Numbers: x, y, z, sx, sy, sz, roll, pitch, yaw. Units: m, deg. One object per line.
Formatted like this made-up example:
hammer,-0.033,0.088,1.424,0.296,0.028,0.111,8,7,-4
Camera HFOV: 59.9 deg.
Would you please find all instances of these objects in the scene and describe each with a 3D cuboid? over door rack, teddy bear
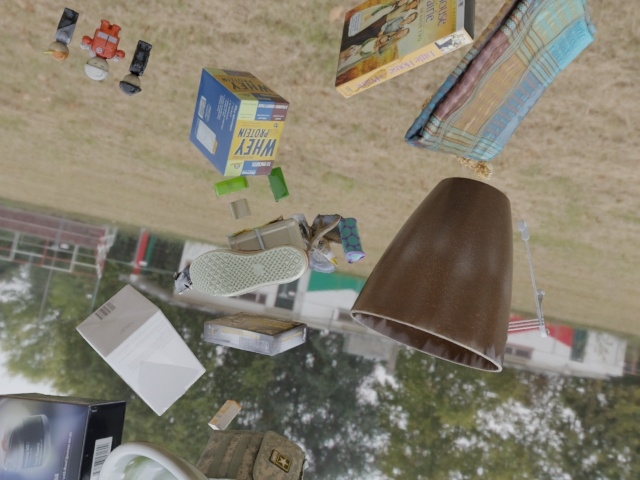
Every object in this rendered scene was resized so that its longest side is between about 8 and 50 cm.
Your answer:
over door rack,0.495,0.121,1.570,0.239,0.324,0.108,-12,173,26
teddy bear,0.441,-0.323,1.821,0.338,0.113,0.245,45,-162,-12

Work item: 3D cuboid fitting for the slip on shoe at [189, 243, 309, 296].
slip on shoe,-0.178,0.072,1.398,0.331,0.123,0.101,-10,177,18

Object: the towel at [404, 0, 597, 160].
towel,0.271,-0.227,0.784,0.040,0.271,0.370,44,-156,18

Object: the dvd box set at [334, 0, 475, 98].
dvd box set,0.231,-0.603,1.559,0.420,0.307,0.062,-13,149,41

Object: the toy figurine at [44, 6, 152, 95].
toy figurine,-0.571,-0.484,1.443,0.209,0.148,0.213,22,-173,15

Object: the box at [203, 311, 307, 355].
box,-0.181,0.256,1.557,0.231,0.056,0.183,6,-175,28

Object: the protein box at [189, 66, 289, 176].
protein box,-0.206,-0.292,1.374,0.136,0.200,0.201,-8,-141,-39

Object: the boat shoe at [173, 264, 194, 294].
boat shoe,-0.386,0.106,1.604,0.065,0.075,0.206,52,153,-10

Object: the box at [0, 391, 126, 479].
box,-0.697,0.558,1.437,0.294,0.296,0.183,1,168,13

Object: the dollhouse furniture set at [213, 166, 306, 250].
dollhouse furniture set,-0.164,-0.039,1.557,0.197,0.301,0.151,-17,-174,-5

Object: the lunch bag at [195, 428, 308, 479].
lunch bag,-0.187,0.647,1.530,0.287,0.169,0.235,1,-165,7

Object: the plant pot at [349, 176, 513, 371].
plant pot,0.180,0.036,0.785,0.215,0.230,0.215,21,166,5

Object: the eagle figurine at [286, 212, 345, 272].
eagle figurine,0.004,0.011,2.112,0.226,0.225,0.298,-7,175,11

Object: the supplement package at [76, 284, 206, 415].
supplement package,-0.480,0.300,1.512,0.175,0.177,0.293,25,148,39

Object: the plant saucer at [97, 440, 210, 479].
plant saucer,-0.218,0.506,0.900,0.400,0.400,0.100,8,-167,38

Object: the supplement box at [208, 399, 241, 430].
supplement box,-0.307,0.562,1.782,0.036,0.098,0.062,49,149,-13

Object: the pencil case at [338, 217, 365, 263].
pencil case,0.101,-0.002,1.790,0.070,0.151,0.064,27,130,-38
